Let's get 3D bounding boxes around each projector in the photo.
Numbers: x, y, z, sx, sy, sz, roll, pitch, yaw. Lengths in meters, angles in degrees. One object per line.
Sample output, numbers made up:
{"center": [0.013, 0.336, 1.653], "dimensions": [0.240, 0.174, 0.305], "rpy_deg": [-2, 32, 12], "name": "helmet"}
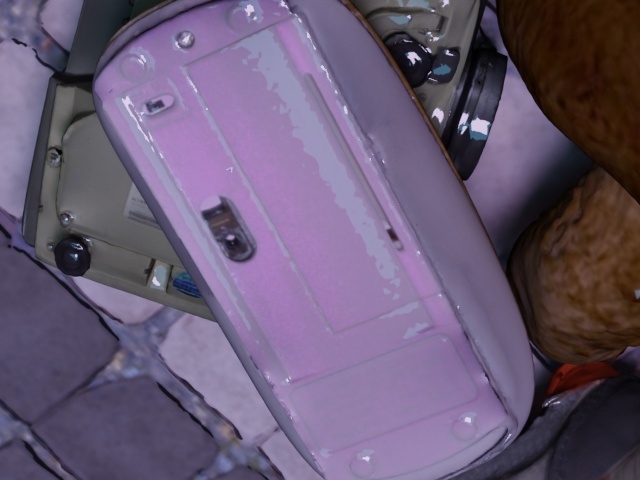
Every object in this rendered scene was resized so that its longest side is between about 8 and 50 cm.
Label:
{"center": [-0.017, -0.083, 0.781], "dimensions": [0.193, 0.088, 0.269], "rpy_deg": [19, 117, -1], "name": "projector"}

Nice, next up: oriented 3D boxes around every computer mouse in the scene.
{"center": [0.000, 0.000, 0.737], "dimensions": [0.126, 0.056, 0.245], "rpy_deg": [-24, 111, 18], "name": "computer mouse"}

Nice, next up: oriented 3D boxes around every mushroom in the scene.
{"center": [0.190, -0.024, 0.707], "dimensions": [0.267, 0.267, 0.254], "rpy_deg": [4, 116, 3], "name": "mushroom"}

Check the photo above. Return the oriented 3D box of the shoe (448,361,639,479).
{"center": [0.055, 0.180, 0.853], "dimensions": [0.336, 0.171, 0.132], "rpy_deg": [-45, 137, 3], "name": "shoe"}
